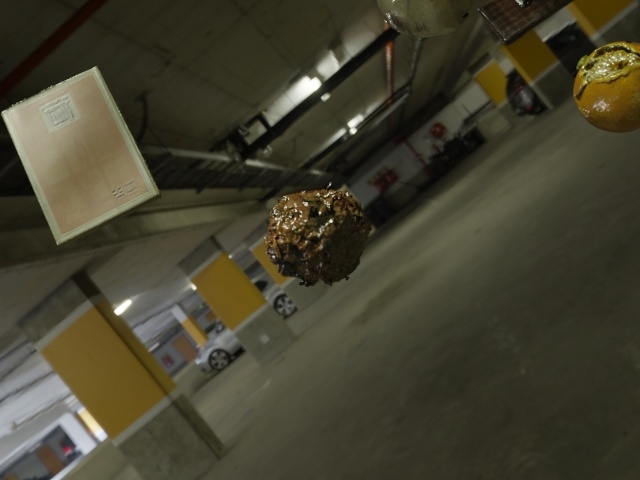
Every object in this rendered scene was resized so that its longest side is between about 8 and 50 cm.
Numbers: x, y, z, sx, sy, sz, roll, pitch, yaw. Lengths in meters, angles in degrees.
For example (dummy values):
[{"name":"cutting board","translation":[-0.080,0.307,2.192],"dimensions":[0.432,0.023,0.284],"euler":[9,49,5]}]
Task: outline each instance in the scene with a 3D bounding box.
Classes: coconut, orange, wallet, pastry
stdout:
[{"name":"coconut","translation":[0.206,-0.497,1.297],"dimensions":[0.224,0.224,0.224],"euler":[-39,0,0]},{"name":"orange","translation":[0.496,-0.255,1.079],"dimensions":[0.154,0.155,0.134],"euler":[-39,-36,-8]},{"name":"wallet","translation":[0.497,-0.564,1.543],"dimensions":[0.230,0.124,0.042],"euler":[-35,-17,3]},{"name":"pastry","translation":[0.000,0.000,1.587],"dimensions":[0.275,0.275,0.193],"euler":[-39,32,-8]}]

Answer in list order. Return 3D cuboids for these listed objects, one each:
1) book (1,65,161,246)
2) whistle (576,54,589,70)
[{"name":"book","translation":[-0.367,-0.132,1.005],"dimensions":[0.170,0.242,0.018],"euler":[-27,-12,-4]},{"name":"whistle","translation":[0.669,-0.355,1.468],"dimensions":[0.057,0.198,0.104],"euler":[-52,-20,6]}]
